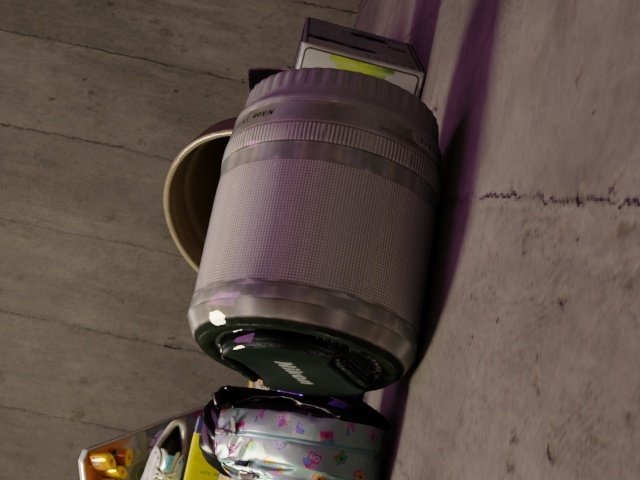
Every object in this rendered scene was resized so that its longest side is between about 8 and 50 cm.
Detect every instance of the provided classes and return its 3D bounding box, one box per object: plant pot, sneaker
[{"bbox_3d":[-0.050,-0.096,2.087,0.280,0.323,0.323,-54,-17,-51],"label":"plant pot"},{"bbox_3d":[-0.233,0.345,1.860,0.083,0.071,0.191,118,165,-56],"label":"sneaker"}]

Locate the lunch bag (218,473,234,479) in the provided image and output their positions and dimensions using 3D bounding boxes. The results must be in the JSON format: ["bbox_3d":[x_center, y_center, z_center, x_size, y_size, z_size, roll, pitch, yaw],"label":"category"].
[{"bbox_3d":[-0.065,0.367,1.555,0.262,0.160,0.223,96,-175,-64],"label":"lunch bag"}]

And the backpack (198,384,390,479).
[{"bbox_3d":[-0.017,0.211,1.284,0.182,0.152,0.115,2,84,42],"label":"backpack"}]

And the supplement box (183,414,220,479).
[{"bbox_3d":[-0.122,0.454,1.838,0.195,0.194,0.357,113,168,-73],"label":"supplement box"}]

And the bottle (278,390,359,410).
[{"bbox_3d":[-0.009,0.204,1.626,0.118,0.092,0.283,-56,-6,-35],"label":"bottle"}]

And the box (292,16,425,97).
[{"bbox_3d":[0.046,-0.230,1.752,0.290,0.169,0.087,-85,10,-74],"label":"box"}]

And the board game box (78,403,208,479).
[{"bbox_3d":[-0.214,0.478,2.018,0.390,0.050,0.390,-11,-85,-59],"label":"board game box"}]

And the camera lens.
[{"bbox_3d":[0.000,0.000,1.237,0.219,0.219,0.274,111,171,-68],"label":"camera lens"}]

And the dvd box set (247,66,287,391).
[{"bbox_3d":[-0.073,0.009,1.801,0.308,0.062,0.421,-94,5,-56],"label":"dvd box set"}]
